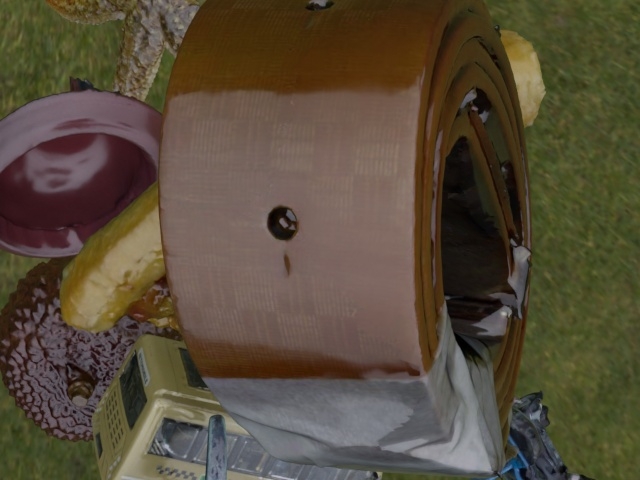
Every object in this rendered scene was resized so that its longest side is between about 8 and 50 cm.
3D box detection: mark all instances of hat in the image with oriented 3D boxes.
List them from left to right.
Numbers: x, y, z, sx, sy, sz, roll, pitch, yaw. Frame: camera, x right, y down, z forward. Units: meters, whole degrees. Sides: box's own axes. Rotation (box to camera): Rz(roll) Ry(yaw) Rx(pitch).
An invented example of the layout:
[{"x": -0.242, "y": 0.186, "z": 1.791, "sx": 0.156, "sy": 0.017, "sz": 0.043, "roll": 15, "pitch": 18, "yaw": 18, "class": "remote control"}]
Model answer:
[{"x": -0.224, "y": -0.068, "z": 1.092, "sx": 0.205, "sy": 0.089, "sz": 0.205, "roll": -15, "pitch": 144, "yaw": -11, "class": "hat"}]

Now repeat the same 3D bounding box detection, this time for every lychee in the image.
[{"x": -0.335, "y": 0.152, "z": 1.817, "sx": 0.275, "sy": 0.304, "sz": 0.276, "roll": -2, "pitch": 113, "yaw": -6, "class": "lychee"}]

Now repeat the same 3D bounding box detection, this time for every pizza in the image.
[{"x": 0.000, "y": 0.000, "z": 0.703, "sx": 0.289, "sy": 0.081, "sz": 0.229, "roll": -29, "pitch": 157, "yaw": -2, "class": "pizza"}]

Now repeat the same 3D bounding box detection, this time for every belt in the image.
[{"x": 0.025, "y": 0.001, "z": 0.491, "sx": 0.105, "sy": 0.261, "sz": 0.184, "roll": 2, "pitch": 69, "yaw": 14, "class": "belt"}]

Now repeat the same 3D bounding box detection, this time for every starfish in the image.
[{"x": -0.235, "y": -0.334, "z": 1.752, "sx": 0.384, "sy": 0.132, "sz": 0.398, "roll": -26, "pitch": 102, "yaw": 40, "class": "starfish"}]

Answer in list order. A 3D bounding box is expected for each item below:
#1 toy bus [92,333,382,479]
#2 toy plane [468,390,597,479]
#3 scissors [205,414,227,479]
[{"x": -0.092, "y": 0.256, "z": 1.590, "sx": 0.365, "sy": 0.177, "sz": 0.202, "roll": 17, "pitch": 115, "yaw": -27, "class": "toy bus"}, {"x": 0.137, "y": 0.145, "z": 0.866, "sx": 0.078, "sy": 0.246, "sz": 0.169, "roll": -31, "pitch": 93, "yaw": 10, "class": "toy plane"}, {"x": -0.125, "y": 0.411, "z": 1.382, "sx": 0.029, "sy": 0.256, "sz": 0.383, "roll": 4, "pitch": 112, "yaw": -8, "class": "scissors"}]
